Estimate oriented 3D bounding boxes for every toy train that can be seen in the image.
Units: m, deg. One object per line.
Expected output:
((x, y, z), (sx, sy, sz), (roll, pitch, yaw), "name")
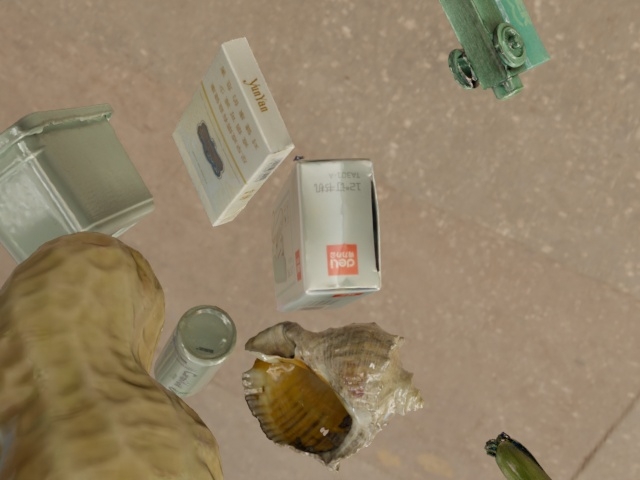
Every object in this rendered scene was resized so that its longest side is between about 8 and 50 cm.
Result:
((0.201, -0.299, 1.308), (0.101, 0.159, 0.248), (-24, 94, 42), "toy train")

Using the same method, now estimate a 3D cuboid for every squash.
((0.286, 0.326, 1.414), (0.183, 0.052, 0.052), (52, 165, 43), "squash")

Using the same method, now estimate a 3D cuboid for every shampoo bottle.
((-0.188, 0.170, 1.514), (0.085, 0.085, 0.262), (33, 153, -3), "shampoo bottle")

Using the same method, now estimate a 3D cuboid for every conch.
((0.009, 0.179, 1.282), (0.245, 0.178, 0.163), (17, 151, 21), "conch")

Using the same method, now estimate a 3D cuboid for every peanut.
((-0.131, 0.104, 0.595), (0.136, 0.298, 0.120), (-4, 133, -17), "peanut")

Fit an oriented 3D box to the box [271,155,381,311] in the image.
((0.000, 0.000, 1.115), (0.079, 0.135, 0.269), (-3, 173, -9), "box")

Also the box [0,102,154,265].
((-0.367, -0.070, 1.504), (0.175, 0.312, 0.182), (-34, 92, 15), "box")

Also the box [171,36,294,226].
((-0.072, -0.077, 0.807), (0.090, 0.024, 0.167), (66, 155, 8), "box")
